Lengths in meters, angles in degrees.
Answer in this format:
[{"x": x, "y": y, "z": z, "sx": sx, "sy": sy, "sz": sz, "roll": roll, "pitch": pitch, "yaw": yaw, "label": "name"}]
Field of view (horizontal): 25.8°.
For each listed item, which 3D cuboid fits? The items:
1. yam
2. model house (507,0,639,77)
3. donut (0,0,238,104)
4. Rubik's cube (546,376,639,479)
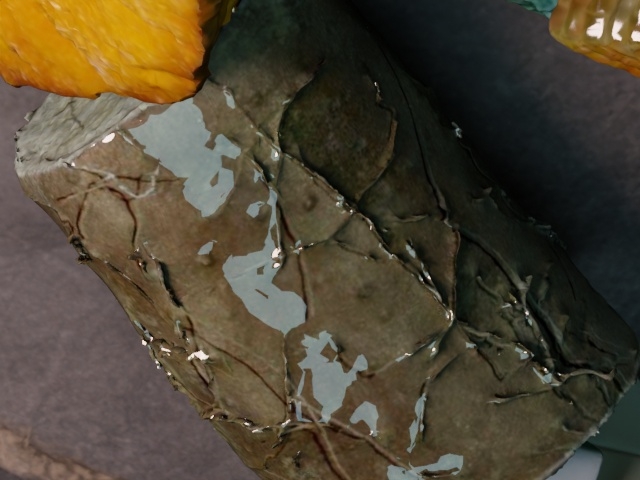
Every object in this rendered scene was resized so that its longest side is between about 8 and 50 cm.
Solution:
[{"x": 0.000, "y": 0.000, "z": 0.832, "sx": 0.241, "sy": 0.241, "sz": 0.348, "roll": -30, "pitch": 113, "yaw": 24, "label": "yam"}, {"x": 0.216, "y": -0.145, "z": 0.700, "sx": 0.261, "sy": 0.241, "sz": 0.226, "roll": 18, "pitch": 122, "yaw": -7, "label": "model house"}, {"x": -0.195, "y": -0.258, "z": 0.629, "sx": 0.435, "sy": 0.163, "sz": 0.377, "roll": 46, "pitch": 159, "yaw": -28, "label": "donut"}, {"x": 0.156, "y": 0.190, "z": 0.954, "sx": 0.265, "sy": 0.224, "sz": 0.213, "roll": 20, "pitch": 140, "yaw": -10, "label": "Rubik's cube"}]
